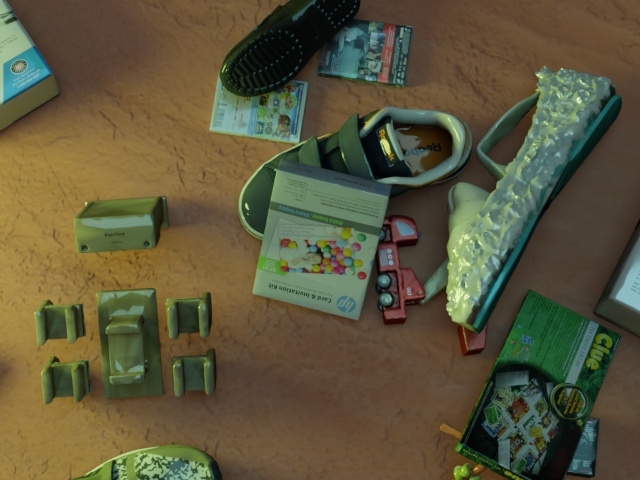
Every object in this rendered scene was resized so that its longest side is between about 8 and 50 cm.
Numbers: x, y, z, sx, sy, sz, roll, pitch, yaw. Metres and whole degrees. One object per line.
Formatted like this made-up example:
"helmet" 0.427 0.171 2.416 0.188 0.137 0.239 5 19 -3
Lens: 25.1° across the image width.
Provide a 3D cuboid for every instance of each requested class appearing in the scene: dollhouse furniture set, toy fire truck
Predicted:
"dollhouse furniture set" -0.245 0.076 1.832 0.212 0.161 0.242 -3 100 -2
"toy fire truck" 0.140 0.057 1.864 0.135 0.047 0.192 -6 77 -3

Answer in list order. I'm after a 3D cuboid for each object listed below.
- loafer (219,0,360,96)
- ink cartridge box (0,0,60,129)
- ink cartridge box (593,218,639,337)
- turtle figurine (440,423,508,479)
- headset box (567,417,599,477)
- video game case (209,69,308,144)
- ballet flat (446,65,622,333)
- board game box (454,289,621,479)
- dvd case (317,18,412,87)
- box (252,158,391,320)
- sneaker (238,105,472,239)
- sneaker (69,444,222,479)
"loafer" -0.045 -0.272 1.924 0.220 0.078 0.080 -37 117 -8
"ink cartridge box" -0.462 -0.251 1.901 0.148 0.086 0.203 -32 79 -8
"ink cartridge box" 0.508 0.011 1.844 0.201 0.117 0.278 28 79 5
"turtle figurine" 0.219 0.367 1.778 0.269 0.087 0.217 34 84 4
"headset box" 0.320 0.257 1.831 0.062 0.032 0.083 7 77 0
"video game case" -0.082 -0.179 1.930 0.122 0.011 0.087 8 77 1
"ballet flat" 0.243 -0.063 1.844 0.147 0.147 0.409 33 67 6
"board game box" 0.275 0.189 1.795 0.136 0.030 0.260 26 54 7
"dvd case" 0.061 -0.257 1.948 0.119 0.013 0.087 8 78 0
"box" 0.000 0.000 1.822 0.145 0.038 0.186 14 121 2
"sneaker" 0.042 -0.096 1.858 0.321 0.127 0.126 -21 80 -4
"sneaker" -0.313 0.353 1.723 0.410 0.182 0.158 -19 79 -5
